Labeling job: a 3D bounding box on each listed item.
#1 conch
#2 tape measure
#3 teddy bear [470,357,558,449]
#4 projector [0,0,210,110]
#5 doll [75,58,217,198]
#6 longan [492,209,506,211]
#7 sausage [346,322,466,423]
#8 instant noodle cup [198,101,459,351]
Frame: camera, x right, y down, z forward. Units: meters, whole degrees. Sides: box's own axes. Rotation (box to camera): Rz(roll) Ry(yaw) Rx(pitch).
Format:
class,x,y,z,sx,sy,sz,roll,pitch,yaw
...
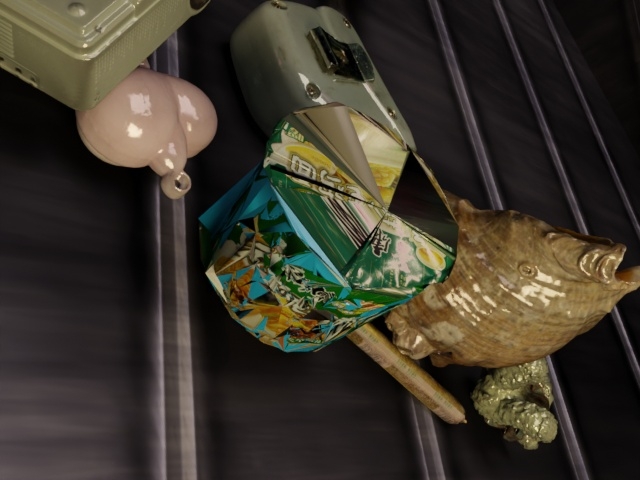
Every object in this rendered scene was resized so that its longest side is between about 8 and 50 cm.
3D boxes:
class,x,y,z,sx,sy,sz,roll,pitch,yaw
conch,0.212,0.063,1.066,0.297,0.210,0.352,8,11,-44
tape measure,0.006,-0.206,1.201,0.246,0.125,0.243,-6,65,-57
teddy bear,0.260,0.215,1.192,0.213,0.111,0.133,34,52,-73
projector,-0.220,-0.262,0.838,0.192,0.099,0.257,31,52,5
doll,-0.207,-0.201,0.930,0.160,0.094,0.365,6,55,-51
longan,0.263,0.039,1.296,0.187,0.167,0.167,-2,61,-35
sausage,0.090,0.147,1.069,0.269,0.033,0.033,42,33,-20
instant noodle cup,0.000,0.000,0.919,0.240,0.178,0.240,23,46,-25
